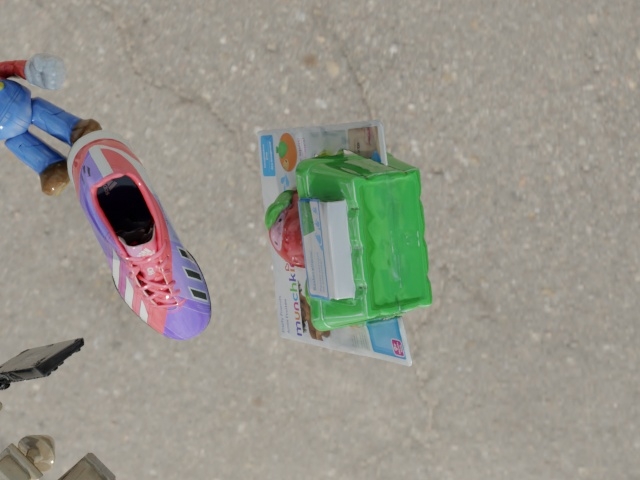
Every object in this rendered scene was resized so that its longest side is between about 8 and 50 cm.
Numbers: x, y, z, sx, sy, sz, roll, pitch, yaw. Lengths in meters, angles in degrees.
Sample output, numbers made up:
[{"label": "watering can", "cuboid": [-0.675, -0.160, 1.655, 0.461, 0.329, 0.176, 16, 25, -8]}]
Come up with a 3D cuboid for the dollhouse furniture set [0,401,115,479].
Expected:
[{"label": "dollhouse furniture set", "cuboid": [-0.428, 0.219, 1.256, 0.355, 0.174, 0.303, 46, 121, -2]}]

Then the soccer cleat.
[{"label": "soccer cleat", "cuboid": [-0.218, 0.016, 1.417, 0.109, 0.116, 0.318, -26, 122, -7]}]

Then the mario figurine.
[{"label": "mario figurine", "cuboid": [-0.487, -0.194, 1.655, 0.320, 0.198, 0.170, 32, 148, -15]}]

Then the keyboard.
[{"label": "keyboard", "cuboid": [-0.382, 0.166, 1.470, 0.180, 0.108, 0.023, -16, 103, 51]}]

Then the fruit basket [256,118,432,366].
[{"label": "fruit basket", "cuboid": [0.000, 0.000, 1.600, 0.353, 0.165, 0.327, 4, 102, 54]}]
